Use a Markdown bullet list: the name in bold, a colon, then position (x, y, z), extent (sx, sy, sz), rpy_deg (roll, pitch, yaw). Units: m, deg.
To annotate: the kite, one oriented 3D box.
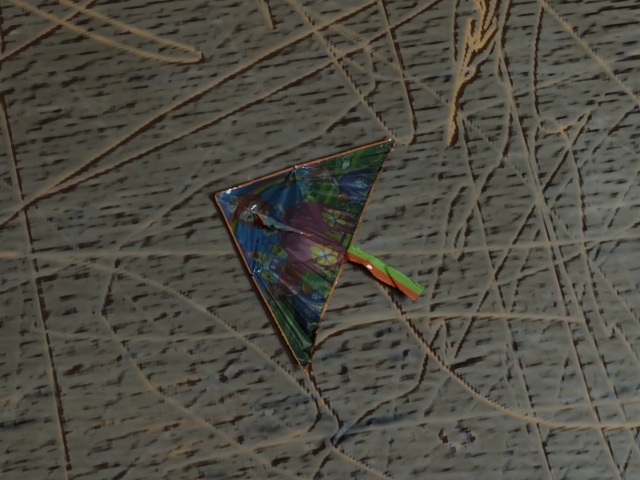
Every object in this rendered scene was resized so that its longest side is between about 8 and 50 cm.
- **kite**: position (0.000, 0.000, 1.303), extent (0.159, 0.010, 0.190), rpy_deg (22, 67, -4)
